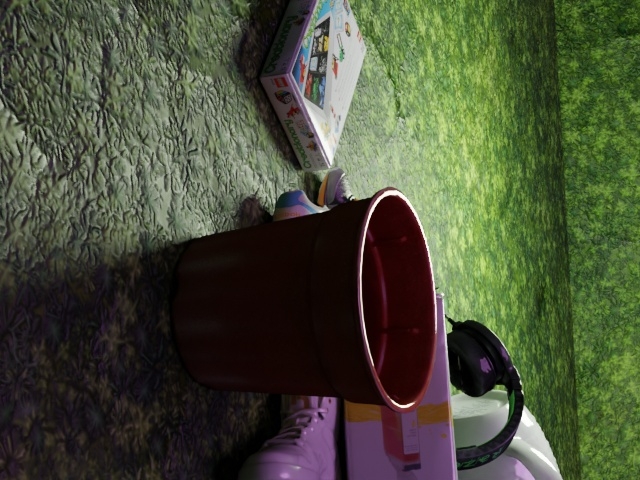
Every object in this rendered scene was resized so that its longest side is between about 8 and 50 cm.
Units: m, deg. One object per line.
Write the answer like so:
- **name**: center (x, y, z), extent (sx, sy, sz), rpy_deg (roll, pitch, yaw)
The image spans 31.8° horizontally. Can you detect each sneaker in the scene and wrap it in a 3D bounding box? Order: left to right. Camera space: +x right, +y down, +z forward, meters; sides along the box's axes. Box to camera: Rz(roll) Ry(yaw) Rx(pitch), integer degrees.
- **sneaker**: center (-0.041, 0.264, 1.534), extent (0.292, 0.108, 0.169), rpy_deg (44, 43, -70)
- **sneaker**: center (0.000, 0.000, 1.697), extent (0.229, 0.087, 0.092), rpy_deg (43, 45, -59)
- **sneaker**: center (0.053, -0.016, 1.825), extent (0.084, 0.083, 0.214), rpy_deg (-34, 115, -62)

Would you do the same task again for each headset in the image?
- **headset**: center (0.209, 0.227, 1.987), extent (0.185, 0.243, 0.394), rpy_deg (93, -12, -56)

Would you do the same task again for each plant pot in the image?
- **plant pot**: center (-0.023, 0.081, 1.400), extent (0.272, 0.265, 0.272), rpy_deg (-5, 90, -66)

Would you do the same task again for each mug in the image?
- **mug**: center (0.326, 0.455, 2.014), extent (0.276, 0.374, 0.328), rpy_deg (-16, 97, -24)

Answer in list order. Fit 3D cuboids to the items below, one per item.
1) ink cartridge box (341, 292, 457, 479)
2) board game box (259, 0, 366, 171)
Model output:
- **ink cartridge box**: center (0.115, 0.281, 1.704), extent (0.279, 0.160, 0.384), rpy_deg (71, 16, -84)
- **board game box**: center (-0.004, -0.283, 1.788), extent (0.305, 0.053, 0.193), rpy_deg (-73, 149, -41)
